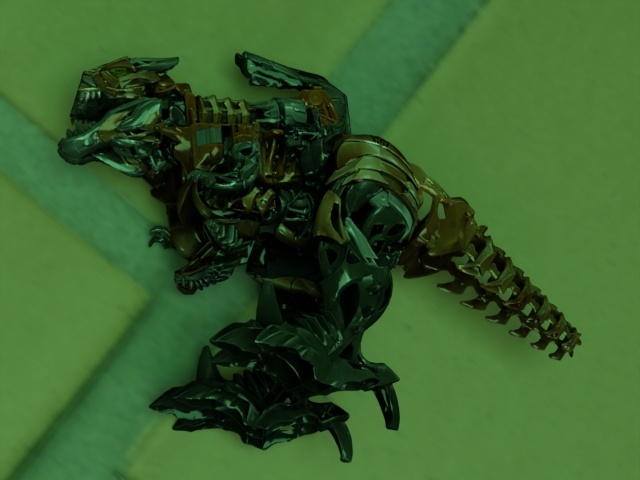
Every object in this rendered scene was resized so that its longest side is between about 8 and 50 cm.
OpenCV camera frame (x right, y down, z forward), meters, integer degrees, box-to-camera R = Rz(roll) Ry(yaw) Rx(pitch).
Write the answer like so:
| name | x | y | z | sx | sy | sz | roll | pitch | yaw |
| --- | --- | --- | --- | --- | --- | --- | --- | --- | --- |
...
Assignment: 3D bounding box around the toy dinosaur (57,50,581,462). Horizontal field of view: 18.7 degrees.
| name | x | y | z | sx | sy | sz | roll | pitch | yaw |
| --- | --- | --- | --- | --- | --- | --- | --- | --- | --- |
| toy dinosaur | 0.000 | 0.000 | 1.144 | 0.322 | 0.164 | 0.218 | 12 | 63 | 9 |
